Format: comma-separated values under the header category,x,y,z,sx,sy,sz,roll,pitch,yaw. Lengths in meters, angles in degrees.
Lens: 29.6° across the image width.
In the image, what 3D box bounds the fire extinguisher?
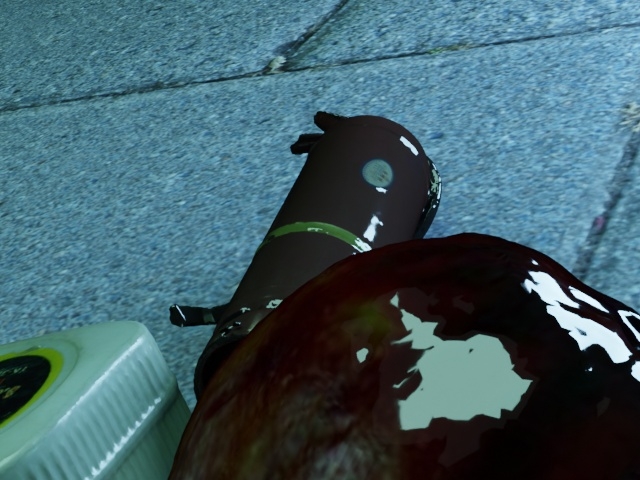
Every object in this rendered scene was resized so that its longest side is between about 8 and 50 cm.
category,x,y,z,sx,sy,sz,roll,pitch,yaw
fire extinguisher,0.000,0.000,0.833,0.141,0.105,0.341,15,35,6

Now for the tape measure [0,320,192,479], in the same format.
category,x,y,z,sx,sy,sz,roll,pitch,yaw
tape measure,-0.202,0.146,0.684,0.235,0.115,0.207,-14,23,29

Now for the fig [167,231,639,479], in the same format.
category,x,y,z,sx,sy,sz,roll,pitch,yaw
fig,0.052,0.111,0.457,0.263,0.224,0.224,-18,24,15
